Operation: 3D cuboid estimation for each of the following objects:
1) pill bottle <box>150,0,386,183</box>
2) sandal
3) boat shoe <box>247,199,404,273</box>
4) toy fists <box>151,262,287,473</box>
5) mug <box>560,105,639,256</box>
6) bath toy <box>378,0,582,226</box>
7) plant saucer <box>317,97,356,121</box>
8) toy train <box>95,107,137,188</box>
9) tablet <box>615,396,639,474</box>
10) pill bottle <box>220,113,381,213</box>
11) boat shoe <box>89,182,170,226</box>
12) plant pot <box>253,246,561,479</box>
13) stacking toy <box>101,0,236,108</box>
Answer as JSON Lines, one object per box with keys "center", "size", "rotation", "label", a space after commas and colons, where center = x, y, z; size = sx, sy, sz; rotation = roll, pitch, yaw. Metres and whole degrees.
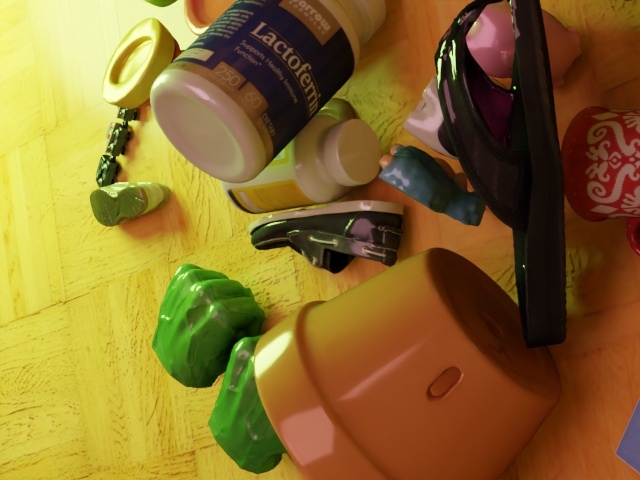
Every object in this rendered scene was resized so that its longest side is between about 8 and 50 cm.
{"center": [-0.052, -0.200, 1.914], "size": [0.153, 0.264, 0.153], "rotation": [31, 152, 19], "label": "pill bottle"}
{"center": [0.168, -0.089, 1.631], "size": [0.167, 0.107, 0.445], "rotation": [-91, -6, -62], "label": "sandal"}
{"center": [0.000, 0.000, 1.999], "size": [0.233, 0.084, 0.079], "rotation": [-5, 86, 45], "label": "boat shoe"}
{"center": [-0.102, 0.144, 2.109], "size": [0.279, 0.096, 0.142], "rotation": [51, 136, 33], "label": "toy fists"}
{"center": [0.335, -0.062, 1.627], "size": [0.169, 0.150, 0.113], "rotation": [0, 54, 44], "label": "mug"}
{"center": [0.197, -0.178, 1.748], "size": [0.129, 0.151, 0.348], "rotation": [33, 116, 3], "label": "bath toy"}
{"center": [0.011, -0.127, 2.038], "size": [0.083, 0.015, 0.083], "rotation": [0, 91, 48], "label": "plant saucer"}
{"center": [-0.276, -0.142, 2.356], "size": [0.036, 0.027, 0.158], "rotation": [50, 126, 49], "label": "toy train"}
{"center": [0.322, 0.188, 1.692], "size": [0.054, 0.006, 0.083], "rotation": [39, 117, 42], "label": "tablet"}
{"center": [-0.022, -0.089, 1.987], "size": [0.184, 0.103, 0.103], "rotation": [-8, 84, 43], "label": "pill bottle"}
{"center": [-0.259, -0.053, 2.330], "size": [0.153, 0.048, 0.056], "rotation": [-14, 94, 54], "label": "boat shoe"}
{"center": [0.105, 0.144, 1.759], "size": [0.203, 0.291, 0.291], "rotation": [-42, 58, 20], "label": "plant pot"}
{"center": [-0.118, -0.295, 2.156], "size": [0.309, 0.130, 0.279], "rotation": [-27, 44, 42], "label": "stacking toy"}
